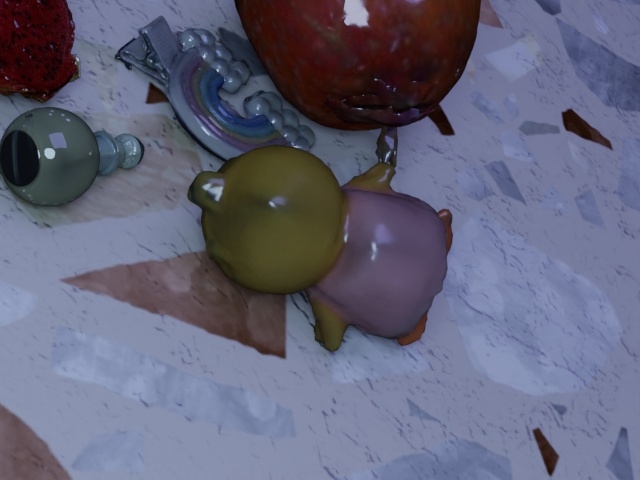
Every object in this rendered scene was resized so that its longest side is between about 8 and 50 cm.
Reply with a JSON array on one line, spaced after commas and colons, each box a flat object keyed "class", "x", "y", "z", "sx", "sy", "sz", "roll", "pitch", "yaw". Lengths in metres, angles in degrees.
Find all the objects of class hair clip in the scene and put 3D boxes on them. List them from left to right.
[{"class": "hair clip", "x": -0.113, "y": -0.146, "z": 1.357, "sx": 0.220, "sy": 0.054, "sz": 0.140, "roll": 43, "pitch": 37, "yaw": -4}]

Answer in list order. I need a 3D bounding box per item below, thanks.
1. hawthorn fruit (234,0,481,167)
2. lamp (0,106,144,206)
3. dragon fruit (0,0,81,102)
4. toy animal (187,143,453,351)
[{"class": "hawthorn fruit", "x": 0.051, "y": -0.223, "z": 1.386, "sx": 0.276, "sy": 0.276, "sz": 0.307, "roll": -6, "pitch": 75, "yaw": -38}, {"class": "lamp", "x": -0.225, "y": -0.080, "z": 1.207, "sx": 0.091, "sy": 0.091, "sz": 0.163, "roll": 55, "pitch": 28, "yaw": 14}, {"class": "dragon fruit", "x": -0.296, "y": -0.173, "z": 1.229, "sx": 0.106, "sy": 0.083, "sz": 0.162, "roll": 53, "pitch": 34, "yaw": -7}, {"class": "toy animal", "x": 0.000, "y": -0.001, "z": 1.238, "sx": 0.281, "sy": 0.169, "sz": 0.195, "roll": 21, "pitch": 82, "yaw": -17}]
